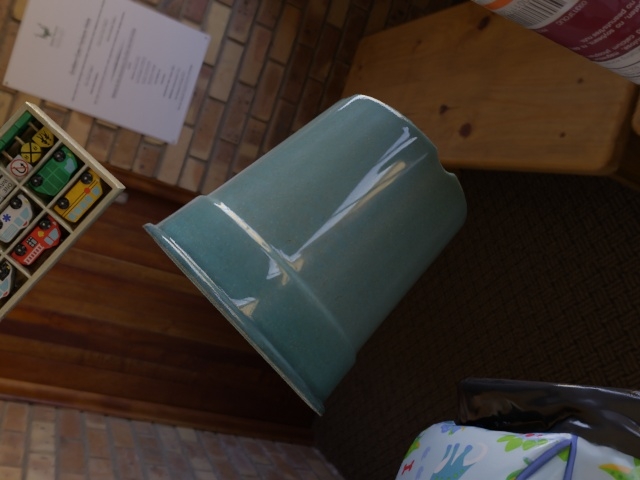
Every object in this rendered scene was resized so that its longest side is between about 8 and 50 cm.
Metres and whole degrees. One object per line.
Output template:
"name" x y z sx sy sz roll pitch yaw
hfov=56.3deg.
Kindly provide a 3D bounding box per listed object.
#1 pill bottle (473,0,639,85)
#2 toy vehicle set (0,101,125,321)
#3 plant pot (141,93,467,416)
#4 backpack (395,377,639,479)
"pill bottle" 0.376 -0.309 0.682 0.224 0.392 0.224 -161 90 -75
"toy vehicle set" -0.422 -0.033 0.819 0.267 0.166 0.035 -47 9 2
"plant pot" 0.000 0.000 0.827 0.334 0.341 0.341 -42 22 -12
"backpack" 0.148 0.287 0.461 0.290 0.273 0.356 135 144 -75
